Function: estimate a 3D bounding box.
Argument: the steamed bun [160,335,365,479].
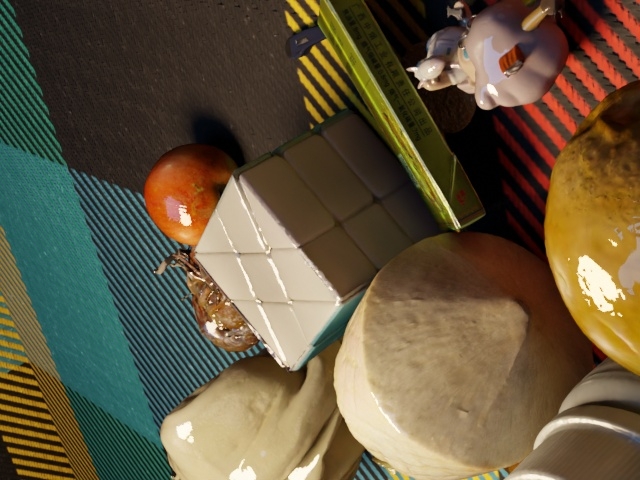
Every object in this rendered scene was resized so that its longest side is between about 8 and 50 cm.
[{"bbox_3d":[-0.061,0.314,1.707,0.255,0.342,0.367,51,163,12],"label":"steamed bun"}]

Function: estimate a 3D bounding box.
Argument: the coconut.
[{"bbox_3d":[0.174,0.136,1.277,0.329,0.329,0.329,34,141,33],"label":"coconut"}]

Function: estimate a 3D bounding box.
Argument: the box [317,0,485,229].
[{"bbox_3d":[0.092,-0.154,1.292,0.311,0.043,0.173,60,179,0],"label":"box"}]

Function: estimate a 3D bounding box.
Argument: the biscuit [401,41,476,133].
[{"bbox_3d":[0.140,-0.183,1.301,0.120,0.015,0.120,33,140,33],"label":"biscuit"}]

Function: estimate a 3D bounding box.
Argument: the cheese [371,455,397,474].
[{"bbox_3d":[0.113,0.333,1.755,0.060,0.041,0.084,24,120,32],"label":"cheese"}]

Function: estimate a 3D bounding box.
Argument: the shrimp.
[{"bbox_3d":[-0.197,0.041,1.863,0.145,0.116,0.343,-7,112,40],"label":"shrimp"}]

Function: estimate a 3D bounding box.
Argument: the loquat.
[{"bbox_3d":[0.334,-0.007,0.966,0.276,0.276,0.284,18,151,46],"label":"loquat"}]

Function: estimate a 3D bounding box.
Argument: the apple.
[{"bbox_3d":[-0.200,-0.074,1.722,0.139,0.163,0.163,3,121,32],"label":"apple"}]

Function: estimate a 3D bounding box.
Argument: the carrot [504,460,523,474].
[{"bbox_3d":[0.197,0.237,1.547,0.314,0.066,0.066,34,141,38],"label":"carrot"}]

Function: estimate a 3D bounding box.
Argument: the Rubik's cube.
[{"bbox_3d":[0.000,0.000,1.450,0.221,0.225,0.231,50,146,11],"label":"Rubik's cube"}]

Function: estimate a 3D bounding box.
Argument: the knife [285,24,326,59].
[{"bbox_3d":[-0.009,-0.267,1.432,0.121,0.018,0.031,-11,100,56],"label":"knife"}]

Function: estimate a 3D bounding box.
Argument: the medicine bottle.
[{"bbox_3d":[0.348,0.235,1.097,0.245,0.306,0.245,35,142,33],"label":"medicine bottle"}]

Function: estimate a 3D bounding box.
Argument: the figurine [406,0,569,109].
[{"bbox_3d":[0.184,-0.198,1.140,0.112,0.137,0.229,37,163,-29],"label":"figurine"}]
